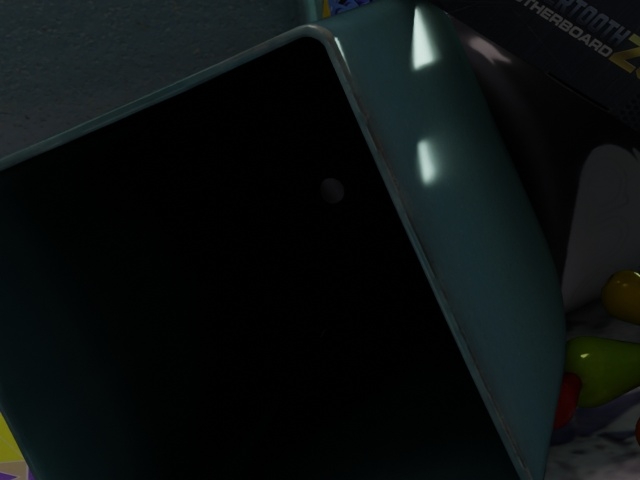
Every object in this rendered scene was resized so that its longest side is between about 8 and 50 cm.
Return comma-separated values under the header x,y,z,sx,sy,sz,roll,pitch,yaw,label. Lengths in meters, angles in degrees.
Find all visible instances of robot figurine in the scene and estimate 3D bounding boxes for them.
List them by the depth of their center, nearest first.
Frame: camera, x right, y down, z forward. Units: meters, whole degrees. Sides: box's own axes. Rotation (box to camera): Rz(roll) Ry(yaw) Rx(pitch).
x,y,z,sx,sy,sz,roll,pitch,yaw,label
0.134,-0.057,0.801,0.278,0.173,0.209,-21,16,-27,robot figurine

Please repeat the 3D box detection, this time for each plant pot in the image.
x,y,z,sx,sy,sz,roll,pitch,yaw,label
0.000,0.000,0.572,0.166,0.165,0.234,-20,11,24,plant pot
-0.109,-0.133,0.861,0.248,0.252,0.247,-10,33,7,plant pot

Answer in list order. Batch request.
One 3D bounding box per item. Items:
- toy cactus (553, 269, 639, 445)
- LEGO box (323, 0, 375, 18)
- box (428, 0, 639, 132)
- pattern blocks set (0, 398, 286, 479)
x,y,z,sx,sy,sz,roll,pitch,yaw,label
0.200,0.033,0.583,0.219,0.112,0.180,-18,1,25,toy cactus
-0.092,-0.154,1.228,0.372,0.193,0.500,-11,7,8,LEGO box
0.120,-0.131,0.603,0.059,0.233,0.183,-47,22,37,box
-0.158,0.100,0.623,0.325,0.026,0.285,-14,29,-28,pattern blocks set
